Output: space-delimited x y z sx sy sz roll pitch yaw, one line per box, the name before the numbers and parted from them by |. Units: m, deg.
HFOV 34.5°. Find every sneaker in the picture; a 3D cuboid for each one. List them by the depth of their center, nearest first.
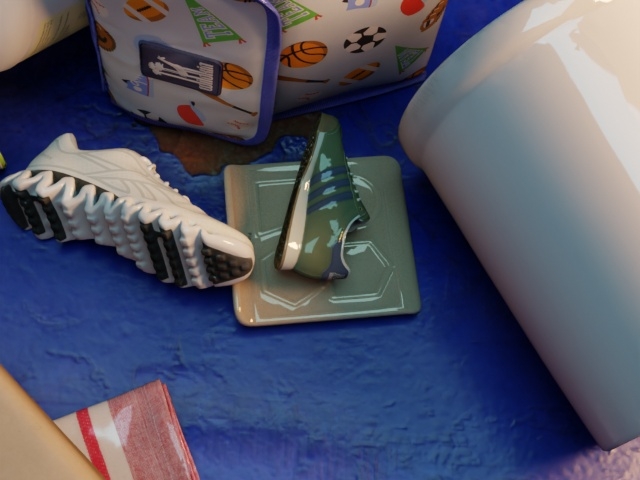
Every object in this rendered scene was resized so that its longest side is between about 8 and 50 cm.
sneaker | -0.196 -0.039 1.110 0.292 0.110 0.118 20 52 14
sneaker | 0.013 -0.042 1.123 0.086 0.064 0.192 19 65 -9

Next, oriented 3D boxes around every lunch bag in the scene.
lunch bag | -0.058 -0.270 1.105 0.385 0.328 0.239 -16 71 -12

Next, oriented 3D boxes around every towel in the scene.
towel | -0.272 0.295 0.998 0.329 0.037 0.237 -20 65 -10

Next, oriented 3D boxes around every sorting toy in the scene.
sorting toy | 0.000 0.000 1.154 0.208 0.038 0.193 -3 68 -10

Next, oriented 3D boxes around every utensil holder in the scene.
utensil holder | 0.312 -0.029 1.037 0.328 0.327 0.385 -25 74 -14

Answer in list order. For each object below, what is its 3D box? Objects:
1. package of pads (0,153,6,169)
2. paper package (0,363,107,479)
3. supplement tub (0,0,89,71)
package of pads | -0.530 -0.137 1.135 0.229 0.101 0.296 -38 74 -18
paper package | -0.361 0.259 0.908 0.309 0.168 0.325 -41 69 -18
supplement tub | -0.338 -0.320 1.106 0.235 0.235 0.325 37 48 11
